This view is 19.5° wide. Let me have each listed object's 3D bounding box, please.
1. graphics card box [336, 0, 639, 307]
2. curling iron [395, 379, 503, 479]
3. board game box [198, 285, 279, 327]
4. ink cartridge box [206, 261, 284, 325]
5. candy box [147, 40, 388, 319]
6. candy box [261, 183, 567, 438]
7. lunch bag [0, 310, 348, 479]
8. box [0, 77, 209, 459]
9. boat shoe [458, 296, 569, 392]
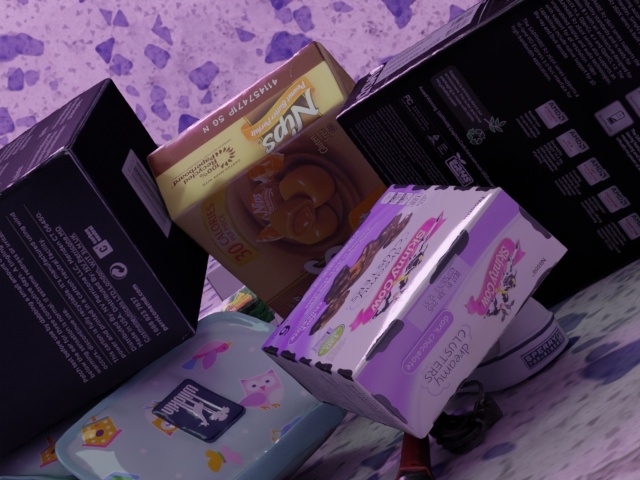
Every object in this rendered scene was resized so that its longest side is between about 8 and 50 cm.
[{"bbox_3d":[0.226,-0.111,1.438,0.371,0.233,0.094,-32,15,25],"label":"graphics card box"},{"bbox_3d":[0.071,0.151,1.191,0.068,0.035,0.274,-32,7,17],"label":"curling iron"},{"bbox_3d":[-0.152,0.157,1.936,0.260,0.030,0.136,-36,-37,-8],"label":"board game box"},{"bbox_3d":[0.000,0.000,2.239,0.211,0.121,0.289,-33,7,13],"label":"ink cartridge box"},{"bbox_3d":[0.010,-0.021,1.660,0.183,0.316,0.087,-33,51,11],"label":"candy box"},{"bbox_3d":[0.061,0.043,1.304,0.165,0.070,0.196,-51,17,-11],"label":"candy box"},{"bbox_3d":[-0.118,0.172,1.454,0.262,0.160,0.223,-13,21,50],"label":"lunch bag"},{"bbox_3d":[-0.269,0.043,1.556,0.312,0.179,0.343,-32,12,7],"label":"box"},{"bbox_3d":[0.097,0.068,1.435,0.095,0.084,0.258,-38,8,-28],"label":"boat shoe"}]
